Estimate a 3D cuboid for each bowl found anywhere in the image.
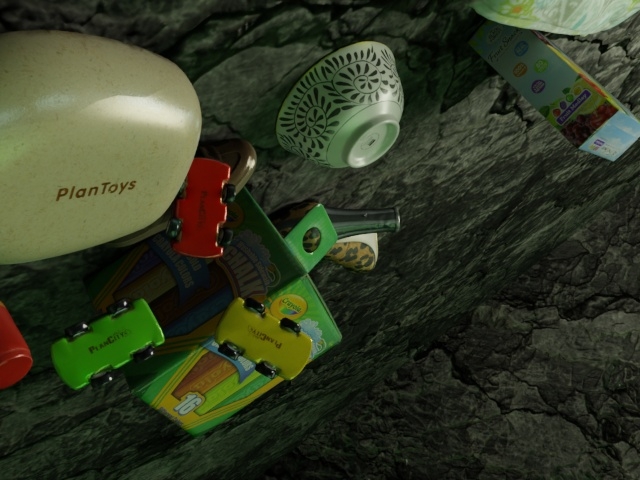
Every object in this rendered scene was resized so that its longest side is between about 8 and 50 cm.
[{"bbox_3d":[0.040,-0.139,0.793,0.170,0.080,0.170,-31,157,-15],"label":"bowl"}]

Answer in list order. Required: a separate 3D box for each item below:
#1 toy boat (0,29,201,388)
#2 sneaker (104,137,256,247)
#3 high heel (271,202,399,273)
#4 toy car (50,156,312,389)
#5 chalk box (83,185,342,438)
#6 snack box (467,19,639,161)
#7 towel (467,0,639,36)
[{"bbox_3d":[-0.251,-0.030,0.544,0.267,0.148,0.318,-10,139,-55],"label":"toy boat"},{"bbox_3d":[-0.151,-0.059,0.696,0.188,0.066,0.071,-33,152,-11],"label":"sneaker"},{"bbox_3d":[0.000,0.000,1.050,0.186,0.093,0.261,-3,165,-10],"label":"high heel"},{"bbox_3d":[-0.148,0.064,0.655,0.225,0.239,0.053,-28,-173,-19],"label":"toy car"},{"bbox_3d":[-0.097,0.068,0.828,0.289,0.179,0.180,-34,144,-4],"label":"chalk box"},{"bbox_3d":[0.312,-0.202,0.888,0.070,0.207,0.174,-48,154,26],"label":"snack box"},{"bbox_3d":[0.371,-0.347,0.716,0.320,0.090,0.374,-11,166,-46],"label":"towel"}]
